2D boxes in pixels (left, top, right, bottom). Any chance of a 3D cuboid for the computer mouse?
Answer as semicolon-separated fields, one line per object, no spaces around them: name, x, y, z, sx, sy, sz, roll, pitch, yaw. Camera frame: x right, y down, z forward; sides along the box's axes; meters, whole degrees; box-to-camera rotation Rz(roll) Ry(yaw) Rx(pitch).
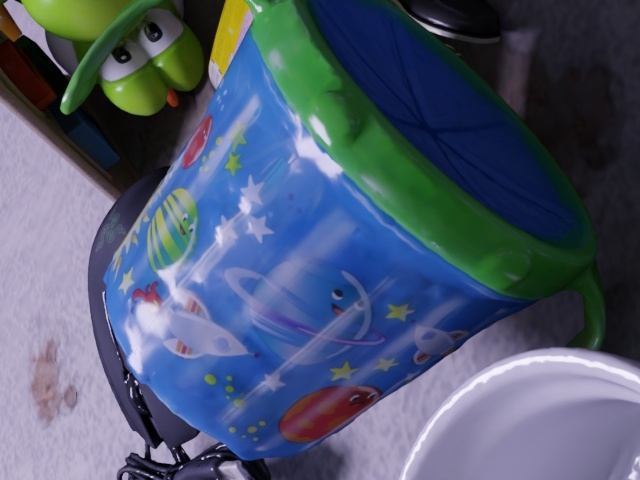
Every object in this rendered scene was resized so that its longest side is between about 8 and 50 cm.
computer mouse;-0.126;0.077;1.102;0.188;0.072;0.272;-15;79;52

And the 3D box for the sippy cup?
sippy cup;0.000;0.000;0.840;0.224;0.240;0.305;-45;66;21

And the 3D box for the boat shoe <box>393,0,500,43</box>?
boat shoe;0.074;-0.166;0.944;0.133;0.049;0.042;48;132;46

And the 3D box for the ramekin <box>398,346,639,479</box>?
ramekin;0.169;0.193;0.746;0.277;0.135;0.277;-4;85;51

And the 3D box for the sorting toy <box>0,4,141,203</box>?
sorting toy;-0.270;-0.169;1.253;0.041;0.229;0.307;-42;51;6

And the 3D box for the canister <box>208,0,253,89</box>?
canister;-0.021;-0.126;1.008;0.170;0.073;0.126;-123;48;-60

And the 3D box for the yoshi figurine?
yoshi figurine;-0.216;-0.253;1.203;0.362;0.203;0.203;48;118;37

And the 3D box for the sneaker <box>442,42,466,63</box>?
sneaker;0.054;-0.057;0.973;0.073;0.063;0.162;-137;61;-64
